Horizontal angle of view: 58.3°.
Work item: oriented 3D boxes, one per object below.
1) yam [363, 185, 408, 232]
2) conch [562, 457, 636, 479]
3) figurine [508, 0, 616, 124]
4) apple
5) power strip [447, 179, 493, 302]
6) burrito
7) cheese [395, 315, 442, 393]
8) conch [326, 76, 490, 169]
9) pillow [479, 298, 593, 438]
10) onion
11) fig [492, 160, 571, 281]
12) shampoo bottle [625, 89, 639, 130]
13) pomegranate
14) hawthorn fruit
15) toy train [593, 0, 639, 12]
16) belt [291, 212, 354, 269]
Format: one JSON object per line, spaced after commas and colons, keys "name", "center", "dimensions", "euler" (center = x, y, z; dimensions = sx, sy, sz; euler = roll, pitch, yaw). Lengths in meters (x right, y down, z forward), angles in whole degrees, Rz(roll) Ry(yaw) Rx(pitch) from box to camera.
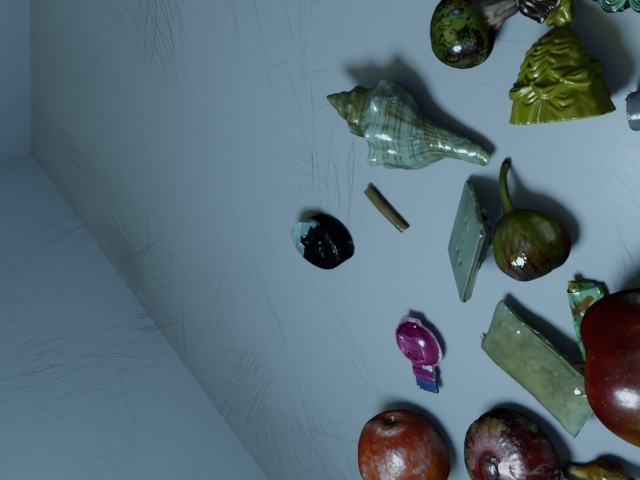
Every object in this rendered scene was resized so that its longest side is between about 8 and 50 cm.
{"name": "yam", "center": [0.166, -0.078, 1.457], "dimensions": [0.145, 0.032, 0.032], "euler": [48, 141, 12]}
{"name": "conch", "center": [0.646, 0.543, 1.316], "dimensions": [0.086, 0.080, 0.233], "euler": [60, 168, 18]}
{"name": "figurine", "center": [0.383, -0.360, 0.944], "dimensions": [0.167, 0.187, 0.316], "euler": [-5, 104, 21]}
{"name": "apple", "center": [0.596, 0.216, 0.975], "dimensions": [0.316, 0.288, 0.288], "euler": [-2, 114, 32]}
{"name": "power strip", "center": [0.336, 0.000, 1.239], "dimensions": [0.064, 0.198, 0.213], "euler": [5, 130, 0]}
{"name": "burrito", "center": [0.581, 0.207, 1.174], "dimensions": [0.104, 0.054, 0.288], "euler": [-3, 110, 47]}
{"name": "cheese", "center": [0.276, 0.314, 1.577], "dimensions": [0.155, 0.062, 0.245], "euler": [6, 120, 47]}
{"name": "conch", "center": [0.168, -0.227, 1.252], "dimensions": [0.386, 0.169, 0.203], "euler": [43, 165, 22]}
{"name": "pillow", "center": [0.482, 0.280, 1.284], "dimensions": [0.302, 0.074, 0.185], "euler": [47, 148, 34]}
{"name": "onion", "center": [0.466, 0.541, 1.416], "dimensions": [0.246, 0.190, 0.247], "euler": [14, 108, 50]}
{"name": "fig", "center": [0.399, -0.043, 1.150], "dimensions": [0.149, 0.149, 0.246], "euler": [-28, 81, 53]}
{"name": "shampoo bottle", "center": [0.584, -0.213, 0.869], "dimensions": [0.214, 0.072, 0.072], "euler": [-1, 114, 49]}
{"name": "pomegranate", "center": [0.281, -0.394, 1.063], "dimensions": [0.125, 0.163, 0.138], "euler": [52, -159, -84]}
{"name": "hawthorn fruit", "center": [0.242, 0.639, 1.693], "dimensions": [0.284, 0.284, 0.285], "euler": [27, 133, 34]}
{"name": "toy train", "center": [0.493, -0.393, 0.850], "dimensions": [0.170, 0.071, 0.111], "euler": [20, 121, 39]}
{"name": "belt", "center": [0.000, 0.000, 1.659], "dimensions": [0.198, 0.078, 0.151], "euler": [23, 132, 39]}
